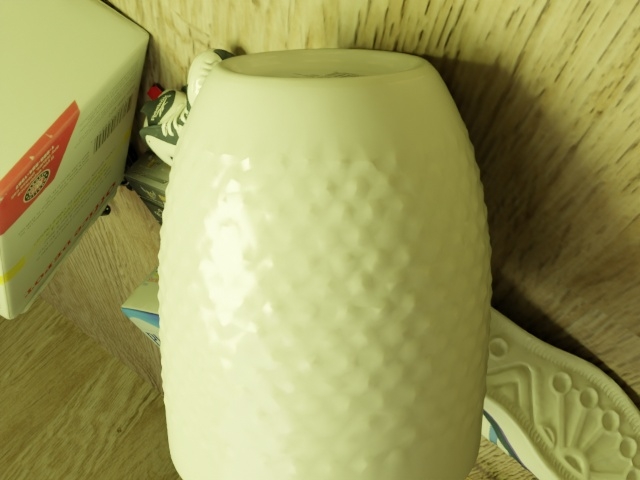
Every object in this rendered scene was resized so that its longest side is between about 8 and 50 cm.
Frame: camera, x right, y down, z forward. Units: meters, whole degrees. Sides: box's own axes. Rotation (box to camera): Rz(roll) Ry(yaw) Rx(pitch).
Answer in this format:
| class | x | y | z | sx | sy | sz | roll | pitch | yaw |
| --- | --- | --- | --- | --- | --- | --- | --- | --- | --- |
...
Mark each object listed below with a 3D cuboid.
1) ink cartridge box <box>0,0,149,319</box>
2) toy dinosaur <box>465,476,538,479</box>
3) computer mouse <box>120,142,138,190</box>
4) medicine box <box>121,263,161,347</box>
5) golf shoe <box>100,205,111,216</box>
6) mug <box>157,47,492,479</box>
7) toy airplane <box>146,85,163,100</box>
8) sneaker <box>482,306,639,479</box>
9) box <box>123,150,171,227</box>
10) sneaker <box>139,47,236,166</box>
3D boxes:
| class | x | y | z | sx | sy | sz | roll | pitch | yaw |
| --- | --- | --- | --- | --- | --- | --- | --- | --- | --- |
| ink cartridge box | -0.372 | -0.100 | 1.059 | 0.160 | 0.279 | 0.384 | 32 | 151 | -1 |
| toy dinosaur | 0.301 | 0.454 | 1.344 | 0.296 | 0.127 | 0.200 | -1 | 143 | 42 |
| computer mouse | -0.394 | -0.184 | 1.310 | 0.272 | 0.072 | 0.188 | 17 | 149 | 20 |
| medicine box | -0.173 | 0.171 | 1.517 | 0.289 | 0.149 | 0.263 | 48 | 157 | -21 |
| golf shoe | -0.436 | -0.109 | 1.536 | 0.086 | 0.067 | 0.186 | 2 | 144 | 8 |
| mug | -0.026 | 0.004 | 0.737 | 0.374 | 0.276 | 0.327 | 24 | 121 | 49 |
| toy airplane | -0.184 | -0.135 | 1.103 | 0.151 | 0.028 | 0.151 | 33 | 158 | 15 |
| sneaker | 0.201 | 0.174 | 0.966 | 0.323 | 0.130 | 0.236 | 38 | 167 | -4 |
| box | -0.160 | -0.026 | 1.236 | 0.231 | 0.056 | 0.183 | 21 | 151 | 40 |
| sneaker | -0.148 | -0.140 | 0.946 | 0.153 | 0.094 | 0.235 | 29 | 160 | 19 |
